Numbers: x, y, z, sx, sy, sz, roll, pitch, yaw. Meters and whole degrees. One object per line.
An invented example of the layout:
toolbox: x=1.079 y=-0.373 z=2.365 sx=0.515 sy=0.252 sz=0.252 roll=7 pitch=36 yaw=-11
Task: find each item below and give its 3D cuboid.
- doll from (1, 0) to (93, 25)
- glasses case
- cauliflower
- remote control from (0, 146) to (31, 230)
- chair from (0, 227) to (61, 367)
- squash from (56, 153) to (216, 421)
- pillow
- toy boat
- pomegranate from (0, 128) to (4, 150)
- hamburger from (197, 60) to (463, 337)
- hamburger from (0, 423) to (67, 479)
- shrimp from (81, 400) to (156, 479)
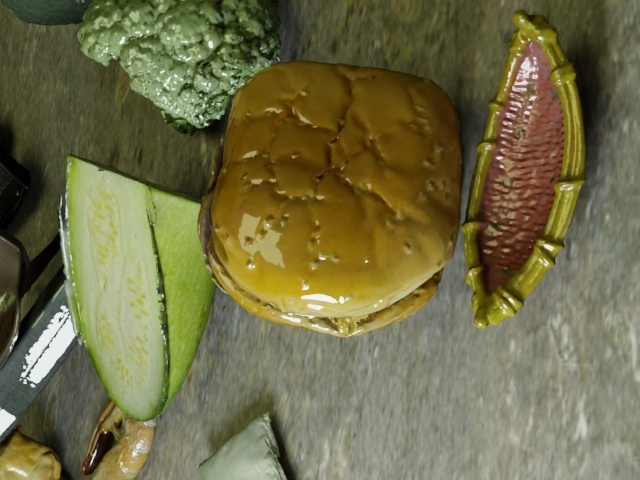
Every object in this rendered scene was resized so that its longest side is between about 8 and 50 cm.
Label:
doll: x=-0.337 y=-0.449 z=1.925 sx=0.350 sy=0.247 sz=0.247 roll=-7 pitch=76 yaw=38
glasses case: x=-0.400 y=0.145 z=1.892 sx=0.323 sy=0.074 sz=0.131 roll=-53 pitch=16 yaw=8
cauliflower: x=-0.173 y=-0.250 z=1.736 sx=0.272 sy=0.275 sz=0.250 roll=19 pitch=137 yaw=20
remote control: x=-0.611 y=-0.020 z=2.203 sx=0.144 sy=0.062 sz=0.399 roll=44 pitch=126 yaw=-2
chair: x=-0.503 y=0.057 z=1.902 sx=0.175 sy=0.183 sz=0.326 roll=-51 pitch=14 yaw=19
squash: x=-0.254 y=0.075 z=1.716 sx=0.234 sy=0.210 sz=0.309 roll=21 pitch=92 yaw=43
pillow: x=-0.076 y=0.335 z=1.583 sx=0.148 sy=0.050 sz=0.229 roll=-41 pitch=50 yaw=28
toy boat: x=0.205 y=-0.067 z=1.332 sx=0.141 sy=0.099 sz=0.318 roll=9 pitch=90 yaw=48
pomegranate: x=-0.597 y=-0.162 z=2.226 sx=0.161 sy=0.122 sz=0.122 roll=-158 pitch=82 yaw=-72
hamburger: x=0.009 y=-0.047 z=1.405 sx=0.319 sy=0.158 sz=0.318 roll=-2 pitch=65 yaw=5
hamburger: x=-0.465 y=0.455 z=1.879 sx=0.162 sy=0.209 sz=0.330 roll=-34 pitch=21 yaw=48
shrimp: x=-0.298 y=0.301 z=1.831 sx=0.133 sy=0.053 sz=0.236 roll=45 pitch=111 yaw=41
